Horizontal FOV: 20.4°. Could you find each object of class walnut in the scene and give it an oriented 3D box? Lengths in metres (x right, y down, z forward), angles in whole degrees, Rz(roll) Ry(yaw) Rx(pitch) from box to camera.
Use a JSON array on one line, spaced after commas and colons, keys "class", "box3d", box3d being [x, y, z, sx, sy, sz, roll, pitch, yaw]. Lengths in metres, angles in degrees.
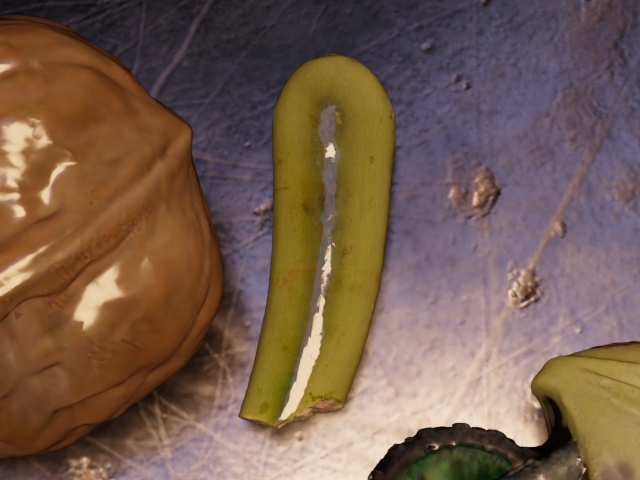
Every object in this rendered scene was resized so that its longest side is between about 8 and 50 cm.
[{"class": "walnut", "box3d": [-0.192, 0.000, 1.078, 0.273, 0.227, 0.273, -1, 80, 5]}]

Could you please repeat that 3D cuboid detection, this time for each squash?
[{"class": "squash", "box3d": [0.000, 0.000, 1.148, 0.083, 0.083, 0.250, 6, 80, 4]}]

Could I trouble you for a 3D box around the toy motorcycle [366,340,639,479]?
[{"class": "toy motorcycle", "box3d": [0.226, 0.219, 1.031, 0.410, 0.168, 0.237, 39, 74, 9]}]
